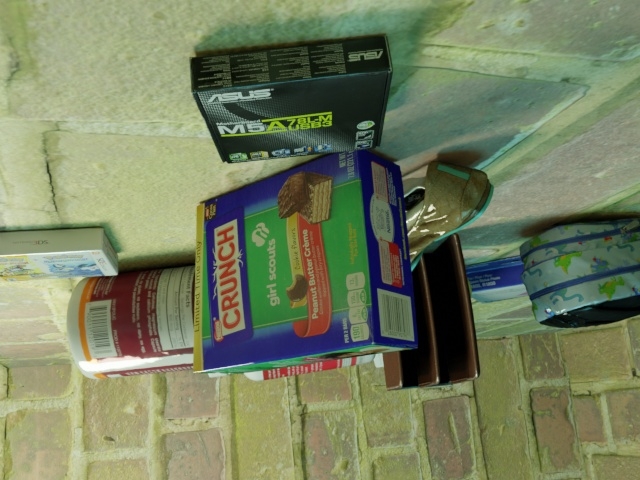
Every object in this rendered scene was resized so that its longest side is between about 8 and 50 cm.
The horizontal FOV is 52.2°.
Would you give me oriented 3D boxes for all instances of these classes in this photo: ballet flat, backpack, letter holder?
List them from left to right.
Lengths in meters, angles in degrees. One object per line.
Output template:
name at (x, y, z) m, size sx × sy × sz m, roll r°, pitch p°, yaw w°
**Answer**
ballet flat at (0.135, -0.023, 1.043) m, size 0.124 × 0.116 × 0.342 m, roll 29°, pitch 149°, yaw -6°
letter holder at (0.217, 0.153, 1.378) m, size 0.152 × 0.301 × 0.214 m, roll -3°, pitch 165°, yaw -9°
backpack at (0.595, 0.073, 1.393) m, size 0.356 × 0.273 × 0.290 m, roll -23°, pitch 176°, yaw -26°

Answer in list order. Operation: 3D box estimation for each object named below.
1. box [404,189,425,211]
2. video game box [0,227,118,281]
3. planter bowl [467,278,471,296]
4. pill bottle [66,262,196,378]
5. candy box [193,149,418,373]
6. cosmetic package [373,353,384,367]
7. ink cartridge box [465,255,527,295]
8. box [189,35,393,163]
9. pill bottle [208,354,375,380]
box at (0.178, -0.064, 1.103) m, size 0.067 × 0.018 × 0.083 m, roll -16°, pitch 162°, yaw 34°
video game box at (-0.473, 0.027, 1.150) m, size 0.205 × 0.048 × 0.187 m, roll -3°, pitch 162°, yaw -9°
planter bowl at (0.276, 0.166, 1.639) m, size 0.217 × 0.090 × 0.217 m, roll 1°, pitch 127°, yaw 2°
pill bottle at (-0.301, 0.163, 1.378) m, size 0.393 × 0.223 × 0.224 m, roll -6°, pitch 165°, yaw 5°
candy box at (-0.036, 0.042, 0.938) m, size 0.317 × 0.268 × 0.122 m, roll -17°, pitch 158°, yaw 36°
cosmetic package at (0.244, 0.235, 1.855) m, size 0.225 × 0.138 × 0.224 m, roll -9°, pitch 136°, yaw 8°
ink cartridge box at (0.557, 0.103, 1.777) m, size 0.324 × 0.071 × 0.330 m, roll -12°, pitch 165°, yaw 25°
box at (-0.026, -0.141, 0.692) m, size 0.191 × 0.045 × 0.184 m, roll -6°, pitch 167°, yaw -1°
pill bottle at (-0.081, 0.220, 1.614) m, size 0.408 × 0.228 × 0.229 m, roll -8°, pitch 165°, yaw -7°
